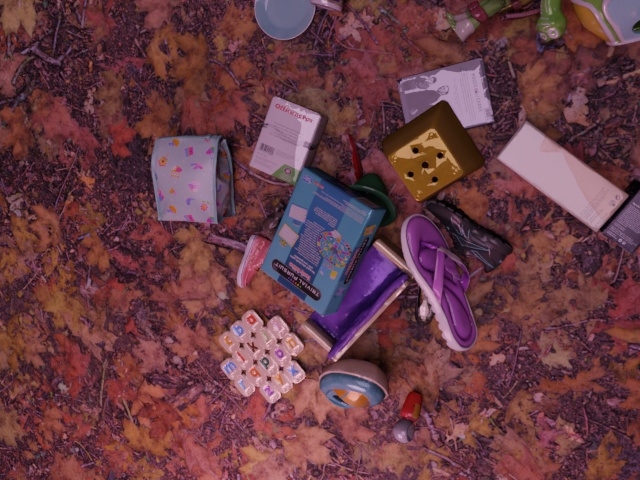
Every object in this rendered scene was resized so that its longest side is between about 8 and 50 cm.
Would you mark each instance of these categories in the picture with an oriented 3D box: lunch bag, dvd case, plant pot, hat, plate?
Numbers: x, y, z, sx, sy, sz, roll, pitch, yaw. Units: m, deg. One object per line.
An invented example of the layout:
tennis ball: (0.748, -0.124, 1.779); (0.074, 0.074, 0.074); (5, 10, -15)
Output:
lunch bag: (-0.386, -0.194, 1.966); (0.224, 0.160, 0.262); (3, 105, 18)
dvd case: (0.343, -0.384, 1.772); (0.239, 0.029, 0.179); (-11, 95, 18)
plant pot: (0.288, -0.220, 1.710); (0.212, 0.187, 0.212); (-32, 97, 23)
hat: (0.156, -0.171, 1.867); (0.173, 0.183, 0.208); (5, 144, 27)
plate: (-0.101, -0.676, 1.867); (0.188, 0.024, 0.188); (3, 99, 17)

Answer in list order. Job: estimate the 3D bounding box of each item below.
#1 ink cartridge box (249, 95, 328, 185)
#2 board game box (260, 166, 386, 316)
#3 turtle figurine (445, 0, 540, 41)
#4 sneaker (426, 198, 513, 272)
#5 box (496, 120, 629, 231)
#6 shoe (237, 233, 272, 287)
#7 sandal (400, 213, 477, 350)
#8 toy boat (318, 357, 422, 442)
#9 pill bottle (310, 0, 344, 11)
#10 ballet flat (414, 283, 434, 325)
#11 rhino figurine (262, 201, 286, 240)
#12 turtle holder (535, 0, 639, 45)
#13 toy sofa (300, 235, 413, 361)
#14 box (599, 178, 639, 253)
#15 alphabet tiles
ink cartridge box: (-0.091, -0.292, 1.889); (0.160, 0.092, 0.219); (25, 105, 12)
board game box: (0.000, 0.000, 1.799); (0.254, 0.079, 0.335); (35, 112, 28)
turtle figurine: (0.425, -0.648, 1.620); (0.266, 0.275, 0.197); (-34, 53, 23)
sneaker: (0.394, -0.015, 1.778); (0.267, 0.101, 0.106); (37, 110, 9)
box: (0.615, -0.168, 1.661); (0.311, 0.148, 0.121); (39, 107, 7)
shoe: (-0.197, 0.074, 1.997); (0.081, 0.063, 0.177); (21, 100, 19)
sandal: (0.355, 0.107, 1.774); (0.102, 0.169, 0.416); (-14, 107, 47)
toy boat: (0.149, 0.461, 1.873); (0.318, 0.267, 0.148); (27, 63, -7)
pill bottle: (0.037, -0.728, 1.778); (0.094, 0.094, 0.169); (20, 104, 14)
ballet flat: (0.309, 0.151, 1.848); (0.074, 0.074, 0.203); (11, 102, 16)
rhino figurine: (-0.077, 0.003, 1.944); (0.243, 0.073, 0.106); (45, 105, 5)
turtle holder: (0.694, -0.577, 1.513); (0.321, 0.243, 0.227); (-23, 113, -7)
toy sofa: (0.109, 0.167, 1.857); (0.150, 0.177, 0.362); (42, 109, 7)
box: (0.784, -0.063, 1.617); (0.093, 0.156, 0.158); (37, 107, 8)
alphabet tiles: (-0.187, 0.370, 2.065); (0.284, 0.021, 0.278); (-43, 85, 19)
